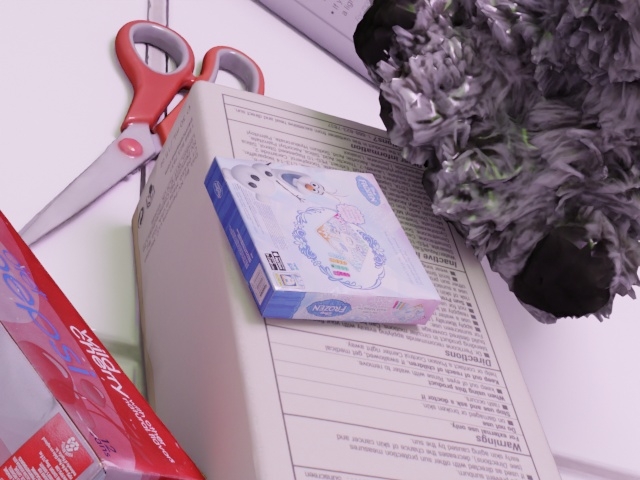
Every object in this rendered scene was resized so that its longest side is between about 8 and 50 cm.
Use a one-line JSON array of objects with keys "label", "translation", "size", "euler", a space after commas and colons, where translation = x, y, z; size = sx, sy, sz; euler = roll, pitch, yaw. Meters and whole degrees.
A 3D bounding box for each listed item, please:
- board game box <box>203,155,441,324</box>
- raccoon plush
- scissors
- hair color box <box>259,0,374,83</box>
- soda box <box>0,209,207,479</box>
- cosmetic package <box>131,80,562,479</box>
[{"label": "board game box", "translation": [0.000, 0.000, 0.623], "size": [0.090, 0.020, 0.090], "euler": [4, 41, -31]}, {"label": "raccoon plush", "translation": [0.207, -0.136, 0.774], "size": [0.216, 0.299, 0.446], "euler": [54, 19, -1]}, {"label": "scissors", "translation": [-0.101, -0.058, 0.817], "size": [0.109, 0.021, 0.297], "euler": [26, 33, -9]}, {"label": "hair color box", "translation": [-0.011, -0.286, 1.026], "size": [0.374, 0.185, 0.113], "euler": [37, 35, 9]}, {"label": "soda box", "translation": [-0.168, 0.032, 0.575], "size": [0.263, 0.083, 0.092], "euler": [49, 6, 25]}, {"label": "cosmetic package", "translation": [0.005, 0.068, 0.657], "size": [0.160, 0.113, 0.309], "euler": [14, 38, -22]}]
